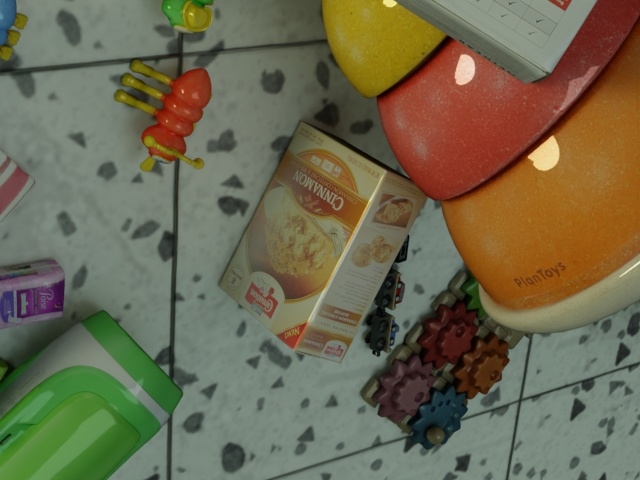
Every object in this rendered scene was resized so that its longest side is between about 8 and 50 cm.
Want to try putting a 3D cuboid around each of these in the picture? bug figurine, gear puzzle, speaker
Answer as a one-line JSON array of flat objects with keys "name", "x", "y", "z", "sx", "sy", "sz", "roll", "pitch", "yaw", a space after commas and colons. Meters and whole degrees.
[{"name": "bug figurine", "x": -0.173, "y": -0.175, "z": 0.970, "sx": 0.279, "sy": 0.072, "sz": 0.216, "roll": 17, "pitch": 102, "yaw": -40}, {"name": "gear puzzle", "x": 0.205, "y": 0.098, "z": 1.403, "sx": 0.339, "sy": 0.044, "sz": 0.175, "roll": -50, "pitch": 131, "yaw": -4}, {"name": "speaker", "x": -0.266, "y": 0.202, "z": 1.062, "sx": 0.296, "sy": 0.131, "sz": 0.131, "roll": -44, "pitch": 131, "yaw": -9}]

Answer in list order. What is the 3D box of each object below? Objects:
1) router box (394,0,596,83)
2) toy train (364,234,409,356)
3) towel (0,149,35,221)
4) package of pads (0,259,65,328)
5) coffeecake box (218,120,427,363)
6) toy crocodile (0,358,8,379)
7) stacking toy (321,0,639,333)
[{"name": "router box", "x": 0.092, "y": -0.323, "z": 0.820, "sx": 0.335, "sy": 0.082, "sz": 0.301, "roll": 33, "pitch": 92, "yaw": -1}, {"name": "toy train", "x": 0.074, "y": 0.054, "z": 1.299, "sx": 0.036, "sy": 0.027, "sz": 0.158, "roll": -15, "pitch": 121, "yaw": -42}, {"name": "towel", "x": -0.337, "y": -0.051, "z": 0.947, "sx": 0.144, "sy": 0.029, "sz": 0.197, "roll": -48, "pitch": 134, "yaw": -6}, {"name": "package of pads", "x": -0.267, "y": 0.049, "z": 1.044, "sx": 0.083, "sy": 0.032, "sz": 0.050, "roll": -10, "pitch": 121, "yaw": -32}, {"name": "coffeecake box", "x": 0.000, "y": 0.000, "z": 1.137, "sx": 0.068, "sy": 0.142, "sz": 0.185, "roll": 20, "pitch": 100, "yaw": -42}, {"name": "toy crocodile", "x": -0.406, "y": 0.085, "z": 0.927, "sx": 0.340, "sy": 0.105, "sz": 0.115, "roll": 12, "pitch": 106, "yaw": -35}, {"name": "stacking toy", "x": 0.125, "y": -0.187, "z": 0.982, "sx": 0.480, "sy": 0.350, "sz": 0.350, "roll": 42, "pitch": 85, "yaw": -13}]
